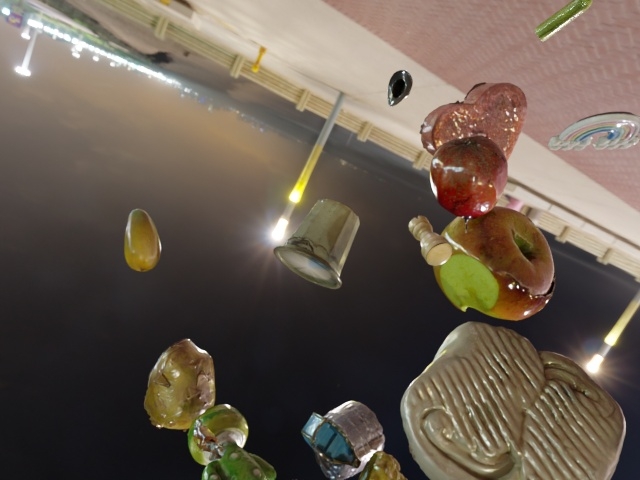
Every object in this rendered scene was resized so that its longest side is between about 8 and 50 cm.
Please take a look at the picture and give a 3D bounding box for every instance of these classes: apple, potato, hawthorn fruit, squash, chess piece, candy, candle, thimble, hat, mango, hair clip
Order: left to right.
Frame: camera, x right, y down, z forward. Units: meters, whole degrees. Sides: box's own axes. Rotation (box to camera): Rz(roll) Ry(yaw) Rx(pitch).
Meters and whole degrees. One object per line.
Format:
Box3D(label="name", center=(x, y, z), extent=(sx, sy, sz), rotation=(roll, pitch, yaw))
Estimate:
Box3D(label="mango", center=(-0.496, -0.003, 1.165), extent=(0.091, 0.130, 0.195), rotation=(-12, -116, -15))
Box3D(label="potato", center=(-0.458, 0.513, 1.460), extent=(0.196, 0.300, 0.246), rotation=(25, -163, 24))
Box3D(label="candy", center=(-0.319, 0.552, 1.162), extent=(0.046, 0.053, 0.182), rotation=(19, 173, -39))
Box3D(label="thimble", center=(0.083, 0.642, 1.339), extent=(0.172, 0.236, 0.205), rotation=(-15, -101, -33))
Box3D(label="hat", center=(0.270, -0.502, 1.404), extent=(0.050, 0.121, 0.121), rotation=(4, -158, -35))
Box3D(label="chess piece", center=(0.248, -0.006, 0.965), extent=(0.066, 0.066, 0.122), rotation=(19, -149, -28))
Box3D(label="hawthorn fruit", center=(0.342, -0.126, 0.995), extent=(0.181, 0.235, 0.181), rotation=(-4, -149, 3))
Box3D(label="candle", center=(0.494, -0.325, 1.320), extent=(0.131, 0.316, 0.287), rotation=(-108, -5, -70))
Box3D(label="apple", center=(0.550, 0.085, 1.386), extent=(0.374, 0.374, 0.384), rotation=(16, -123, -40))
Box3D(label="squash", center=(0.391, -0.358, 0.673), extent=(0.027, 0.028, 0.083), rotation=(17, 150, -31))
Box3D(label="hair clip", center=(0.650, -0.251, 0.945), extent=(0.220, 0.054, 0.140), rotation=(0, 165, 9))

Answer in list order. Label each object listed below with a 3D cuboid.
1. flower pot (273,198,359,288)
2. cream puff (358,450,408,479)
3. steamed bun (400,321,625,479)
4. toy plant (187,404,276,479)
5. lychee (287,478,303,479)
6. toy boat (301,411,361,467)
Box3D(label="flower pot", center=(0.000, 0.000, 1.193), extent=(0.212, 0.203, 0.212), rotation=(22, 157, 10))
Box3D(label="cream puff", center=(0.149, 0.573, 0.972), extent=(0.116, 0.146, 0.146), rotation=(33, -168, 7))
Box3D(label="steamed bun", center=(0.316, 0.334, 0.740), extent=(0.309, 0.220, 0.324), rotation=(31, -124, 27))
Box3D(label="toy plant", center=(-0.264, 0.654, 1.248), extent=(0.224, 0.185, 0.316), rotation=(15, -168, -36))
Box3D(label="lychee", center=(-0.084, 0.876, 1.222), extent=(0.306, 0.330, 0.306), rotation=(36, -174, -5))
Box3D(label="toy boat", center=(0.030, 0.473, 0.974), extent=(0.077, 0.075, 0.185), rotation=(15, 146, 47))
